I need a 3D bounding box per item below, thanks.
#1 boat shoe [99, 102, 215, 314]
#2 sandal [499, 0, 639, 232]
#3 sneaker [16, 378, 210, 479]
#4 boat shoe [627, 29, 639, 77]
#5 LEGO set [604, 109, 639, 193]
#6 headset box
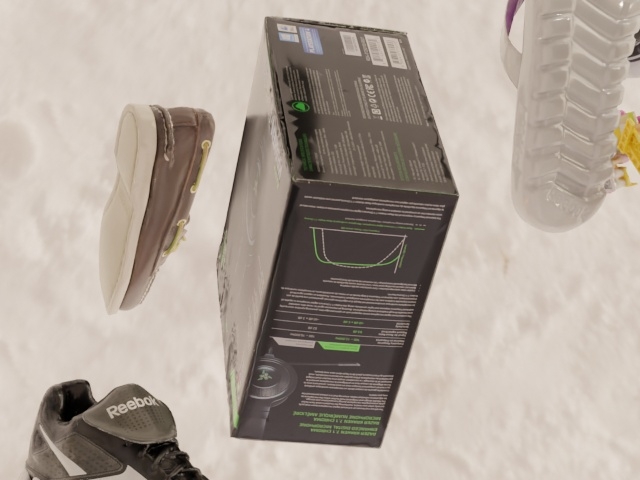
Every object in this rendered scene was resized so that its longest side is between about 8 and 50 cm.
[{"bbox_3d":[-0.199,-0.031,1.792,0.097,0.116,0.324,-4,137,-22],"label":"boat shoe"},{"bbox_3d":[0.245,-0.218,1.562,0.169,0.102,0.416,5,98,-39],"label":"sandal"},{"bbox_3d":[-0.120,0.154,1.015,0.234,0.078,0.106,17,105,41],"label":"sneaker"},{"bbox_3d":[0.435,-0.344,1.899,0.301,0.108,0.102,-56,137,-13],"label":"boat shoe"},{"bbox_3d":[0.377,-0.090,1.666,0.107,0.287,0.132,-14,108,-16],"label":"LEGO set"},{"bbox_3d":[0.000,0.000,1.260,0.131,0.246,0.283,5,127,-12],"label":"headset box"}]
